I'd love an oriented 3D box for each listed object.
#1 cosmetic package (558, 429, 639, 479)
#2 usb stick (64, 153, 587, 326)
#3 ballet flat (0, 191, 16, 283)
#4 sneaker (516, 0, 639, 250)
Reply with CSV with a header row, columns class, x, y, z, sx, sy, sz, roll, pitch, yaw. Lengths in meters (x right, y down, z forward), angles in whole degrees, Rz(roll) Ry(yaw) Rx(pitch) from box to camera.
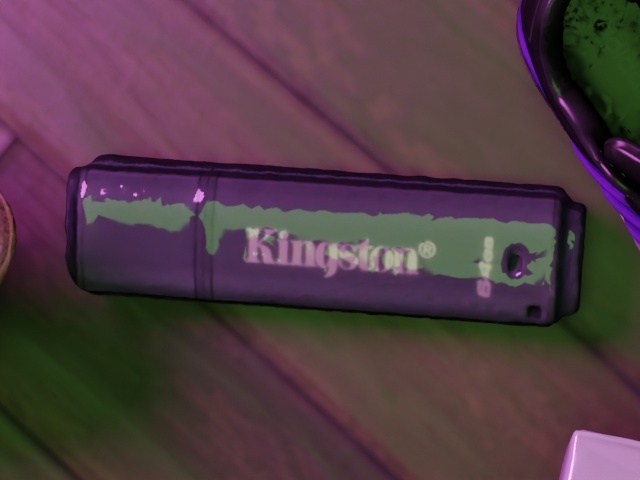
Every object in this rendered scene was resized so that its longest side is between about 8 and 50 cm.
class,x,y,z,sx,sy,sz,roll,pitch,yaw
cosmetic package,0.143,0.301,0.855,0.156,0.217,0.385,11,70,8
usb stick,0.000,0.000,1.005,0.278,0.045,0.077,4,92,8
ballet flat,-0.297,0.055,1.014,0.342,0.124,0.116,-20,59,12
sneaker,0.191,-0.022,0.925,0.102,0.146,0.293,-39,86,8
